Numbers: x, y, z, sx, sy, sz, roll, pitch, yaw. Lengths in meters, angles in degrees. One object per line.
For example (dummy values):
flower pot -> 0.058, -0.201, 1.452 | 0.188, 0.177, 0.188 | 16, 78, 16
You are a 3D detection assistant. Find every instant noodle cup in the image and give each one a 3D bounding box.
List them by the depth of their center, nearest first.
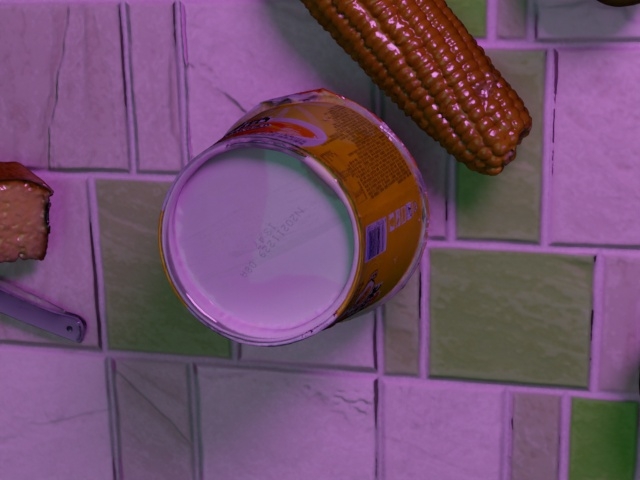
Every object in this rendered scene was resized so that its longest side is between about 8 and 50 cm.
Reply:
instant noodle cup -> -0.034, -0.013, 1.124 | 0.265, 0.200, 0.264 | 3, 103, 15

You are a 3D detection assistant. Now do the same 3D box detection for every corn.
corn -> 0.084, -0.219, 1.176 | 0.120, 0.120, 0.363 | -40, 90, 21

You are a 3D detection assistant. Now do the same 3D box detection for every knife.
knife -> -0.377, 0.087, 1.437 | 0.162, 0.023, 0.044 | 20, 105, 10

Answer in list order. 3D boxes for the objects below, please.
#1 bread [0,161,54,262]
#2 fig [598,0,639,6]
bread -> -0.465, -0.039, 1.365 | 0.260, 0.134, 0.129 | -5, 122, -17
fig -> 0.308, -0.359, 1.061 | 0.151, 0.151, 0.259 | 28, 111, 6
